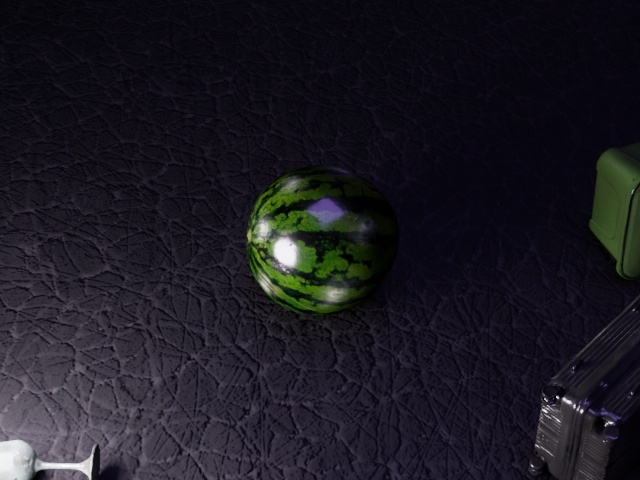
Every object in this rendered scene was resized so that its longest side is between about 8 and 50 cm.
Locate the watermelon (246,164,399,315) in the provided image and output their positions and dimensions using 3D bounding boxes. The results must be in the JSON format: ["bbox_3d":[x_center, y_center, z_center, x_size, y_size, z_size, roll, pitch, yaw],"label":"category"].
[{"bbox_3d":[0.000,0.000,1.998,0.285,0.285,0.285,1,46,-1],"label":"watermelon"}]

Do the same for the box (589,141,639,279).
[{"bbox_3d":[0.711,-0.088,2.146,0.328,0.253,0.178,-13,34,-16],"label":"box"}]

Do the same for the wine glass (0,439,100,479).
[{"bbox_3d":[-0.466,0.370,1.752,0.195,0.079,0.079,2,46,-2],"label":"wine glass"}]

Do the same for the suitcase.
[{"bbox_3d":[0.511,0.264,1.787,0.335,0.230,0.152,-35,52,-29],"label":"suitcase"}]
